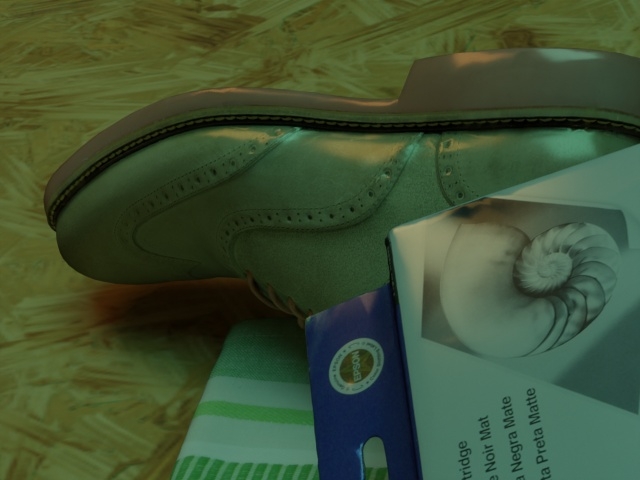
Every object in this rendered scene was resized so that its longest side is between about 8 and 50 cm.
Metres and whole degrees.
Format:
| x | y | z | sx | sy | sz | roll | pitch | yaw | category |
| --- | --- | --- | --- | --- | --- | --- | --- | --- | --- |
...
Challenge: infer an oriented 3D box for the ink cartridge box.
| x | y | z | sx | sy | sz | roll | pitch | yaw | category |
| --- | --- | --- | --- | --- | --- | --- | --- | --- | --- |
| 0.091 | 0.074 | 0.785 | 0.224 | 0.045 | 0.223 | -21 | 49 | 17 | ink cartridge box |

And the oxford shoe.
| x | y | z | sx | sy | sz | roll | pitch | yaw | category |
| --- | --- | --- | --- | --- | --- | --- | --- | --- | --- |
| 0.000 | 0.000 | 0.980 | 0.397 | 0.146 | 0.140 | -9 | -19 | 39 | oxford shoe |

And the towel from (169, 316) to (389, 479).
| x | y | z | sx | sy | sz | roll | pitch | yaw | category |
| --- | --- | --- | --- | --- | --- | --- | --- | --- | --- |
| 0.035 | 0.137 | 0.903 | 0.248 | 0.038 | 0.325 | 1 | 33 | 13 | towel |
